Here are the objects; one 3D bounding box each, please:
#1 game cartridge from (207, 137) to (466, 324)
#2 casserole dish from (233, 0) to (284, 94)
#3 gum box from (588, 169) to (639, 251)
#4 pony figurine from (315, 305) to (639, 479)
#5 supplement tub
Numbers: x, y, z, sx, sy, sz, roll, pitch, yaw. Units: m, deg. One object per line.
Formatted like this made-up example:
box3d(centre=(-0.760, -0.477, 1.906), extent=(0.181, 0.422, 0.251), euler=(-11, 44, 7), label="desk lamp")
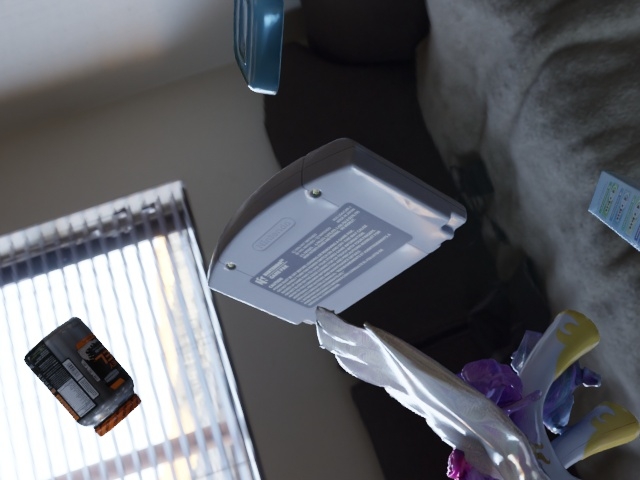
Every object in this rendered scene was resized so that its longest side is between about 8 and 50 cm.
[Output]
box3d(centre=(0.000, 0.000, 0.879), extent=(0.198, 0.297, 0.062), euler=(30, -135, -24), label="game cartridge")
box3d(centre=(-0.081, -0.268, 0.921), extent=(0.188, 0.037, 0.114), euler=(99, 154, -49), label="casserole dish")
box3d(centre=(0.299, 0.000, 0.539), extent=(0.184, 0.156, 0.041), euler=(-67, -7, -76), label="gum box")
box3d(centre=(0.162, 0.198, 0.577), extent=(0.351, 0.363, 0.303), euler=(28, 130, 32), label="pony figurine")
box3d(centre=(-0.401, 0.234, 1.257), extent=(0.190, 0.117, 0.117), euler=(50, 180, -4), label="supplement tub")
